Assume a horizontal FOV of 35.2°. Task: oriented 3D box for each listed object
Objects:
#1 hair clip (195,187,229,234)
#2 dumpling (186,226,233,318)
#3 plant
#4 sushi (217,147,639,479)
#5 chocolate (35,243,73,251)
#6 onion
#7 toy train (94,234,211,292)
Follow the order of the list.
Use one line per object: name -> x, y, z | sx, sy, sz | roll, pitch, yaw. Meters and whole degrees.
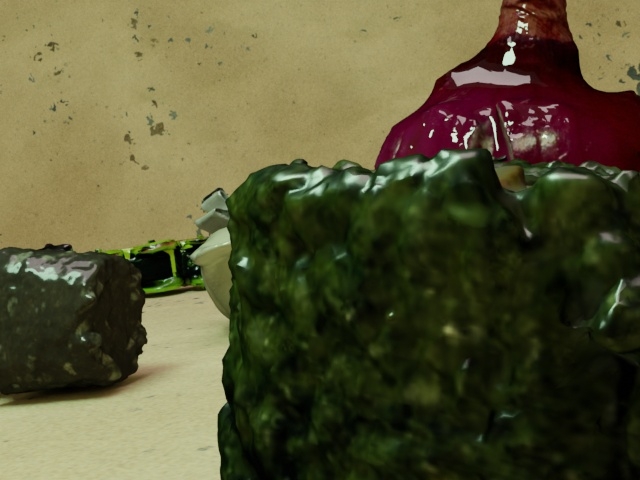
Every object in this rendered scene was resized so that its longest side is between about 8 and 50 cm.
hair clip -> -0.071, 0.021, 1.338 | 0.140, 0.220, 0.054 | -36, 21, 30
dumpling -> -0.063, 0.039, 1.244 | 0.166, 0.215, 0.126 | -13, 39, 11
plant -> -0.314, 0.085, 0.991 | 0.275, 0.149, 0.146 | -4, -12, 10
sushi -> 0.139, 0.040, 0.529 | 0.352, 0.178, 0.294 | -6, 5, -40
chocolate -> -0.352, 0.069, 1.361 | 0.156, 0.133, 0.156 | -5, 5, 0
onion -> 0.266, -0.149, 1.335 | 0.398, 0.420, 0.398 | -5, -3, 0
toy train -> -0.303, 0.049, 1.815 | 0.296, 0.100, 0.160 | -8, 2, -15
